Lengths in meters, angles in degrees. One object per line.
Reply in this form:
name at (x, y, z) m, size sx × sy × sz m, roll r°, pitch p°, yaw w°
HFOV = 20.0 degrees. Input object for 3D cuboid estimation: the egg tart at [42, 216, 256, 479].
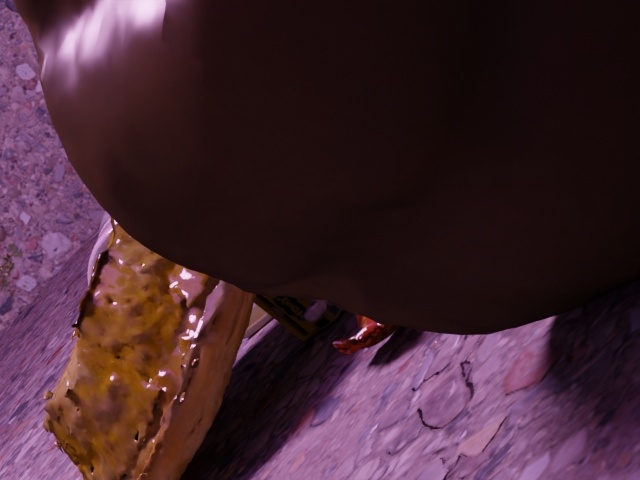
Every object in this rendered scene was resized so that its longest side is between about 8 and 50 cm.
egg tart at (-0.147, 0.084, 1.539) m, size 0.345 × 0.132 × 0.345 m, roll -160°, pitch 90°, yaw -84°

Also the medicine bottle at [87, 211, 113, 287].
medicine bottle at (-0.162, -0.001, 2.018) m, size 0.165 × 0.165 × 0.273 m, roll -44°, pitch 12°, yaw 15°

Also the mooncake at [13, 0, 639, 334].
mooncake at (0.062, -0.181, 1.025) m, size 0.467 × 0.467 × 0.262 m, roll -53°, pitch 9°, yaw -27°

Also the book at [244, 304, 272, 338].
book at (0.000, 0.000, 1.780) m, size 0.168 × 0.013 × 0.192 m, roll -41°, pitch 13°, yaw 32°

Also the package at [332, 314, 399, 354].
package at (0.073, -0.077, 1.326) m, size 0.223 × 0.108 × 0.288 m, roll 105°, pitch 168°, yaw -59°

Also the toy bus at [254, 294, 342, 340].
toy bus at (0.020, -0.014, 1.598) m, size 0.074 × 0.081 × 0.226 m, roll -43°, pitch 14°, yaw 46°

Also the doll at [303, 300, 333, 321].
doll at (0.051, -0.015, 1.472) m, size 0.227 × 0.075 × 0.102 m, roll -52°, pitch 5°, yaw -34°
